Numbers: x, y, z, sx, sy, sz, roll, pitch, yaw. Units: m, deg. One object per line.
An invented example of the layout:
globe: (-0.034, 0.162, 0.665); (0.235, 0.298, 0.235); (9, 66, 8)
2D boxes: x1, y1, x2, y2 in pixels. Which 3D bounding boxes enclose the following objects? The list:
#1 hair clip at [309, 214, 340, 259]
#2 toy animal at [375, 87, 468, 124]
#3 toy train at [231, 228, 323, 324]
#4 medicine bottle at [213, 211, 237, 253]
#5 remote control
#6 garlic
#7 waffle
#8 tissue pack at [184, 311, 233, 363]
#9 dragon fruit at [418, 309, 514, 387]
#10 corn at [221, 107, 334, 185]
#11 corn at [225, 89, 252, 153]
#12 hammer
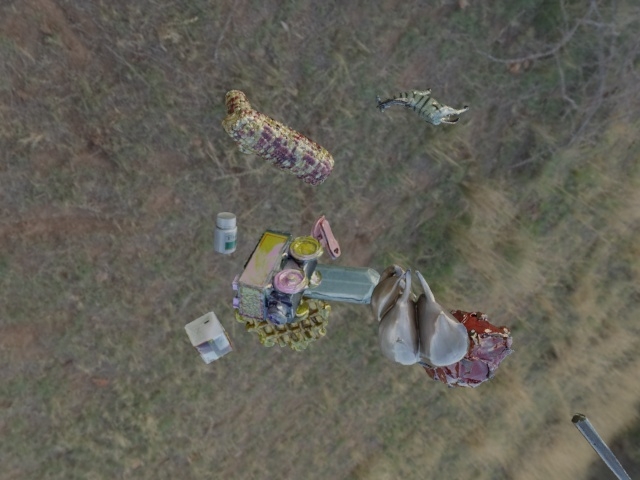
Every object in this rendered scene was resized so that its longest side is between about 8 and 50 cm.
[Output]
hair clip: (-0.010, 0.003, 1.871); (0.102, 0.138, 0.123); (-19, -168, 24)
toy animal: (0.267, -0.358, 1.632); (0.176, 0.217, 0.073); (-30, 142, -43)
toy train: (-0.094, 0.084, 1.471); (0.261, 0.177, 0.134); (-65, 164, -46)
medicine bottle: (-0.331, -0.027, 2.121); (0.080, 0.080, 0.130); (-13, 122, -37)
remote control: (0.051, 0.119, 1.689); (0.052, 0.247, 0.104); (13, 81, -68)
garlic: (0.224, 0.172, 1.388); (0.210, 0.237, 0.292); (-8, 160, 9)
waffle: (-0.115, 0.210, 1.870); (0.068, 0.302, 0.325); (-62, 174, -54)
tissue pack: (-0.357, 0.316, 1.957); (0.106, 0.099, 0.149); (-28, 149, -9)
dragon fruit: (0.425, 0.325, 1.807); (0.299, 0.244, 0.244); (-11, 160, 31)
corn: (-0.092, -0.214, 1.375); (0.290, 0.098, 0.098); (26, 108, -34)
corn: (-0.240, -0.373, 1.866); (0.086, 0.253, 0.086); (-13, 144, -9)
hammer: (0.631, 0.481, 1.300); (0.027, 0.297, 0.125); (-47, -165, -28)
